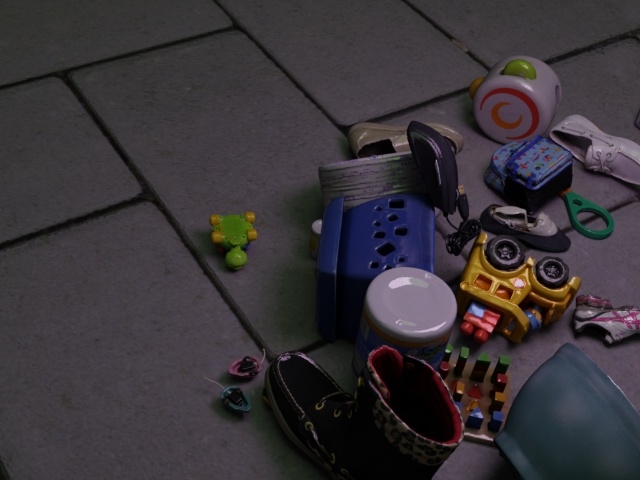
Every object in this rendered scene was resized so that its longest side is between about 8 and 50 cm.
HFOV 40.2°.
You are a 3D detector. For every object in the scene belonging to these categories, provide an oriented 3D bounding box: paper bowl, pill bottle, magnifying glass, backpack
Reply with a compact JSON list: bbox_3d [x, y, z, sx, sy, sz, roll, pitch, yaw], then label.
[{"bbox_3d":[0.144,-0.104,1.807,0.284,0.148,0.284,-9,5,1],"label":"paper bowl"},{"bbox_3d":[0.000,0.000,1.786,0.043,0.083,0.043,4,46,-4],"label":"pill bottle"},{"bbox_3d":[0.576,-0.087,1.990,0.092,0.026,0.231,-17,53,-22],"label":"magnifying glass"},{"bbox_3d":[0.134,0.187,1.493,0.152,0.272,0.152,3,46,-3],"label":"pill bottle"},{"bbox_3d":[0.462,-0.165,1.975,0.158,0.117,0.173,-33,49,-20],"label":"backpack"}]

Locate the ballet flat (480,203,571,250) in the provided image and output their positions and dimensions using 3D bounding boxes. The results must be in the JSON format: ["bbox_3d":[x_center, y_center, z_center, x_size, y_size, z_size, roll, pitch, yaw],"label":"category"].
[{"bbox_3d":[0.446,-0.033,1.887,0.203,0.074,0.074,18,47,9],"label":"ballet flat"}]

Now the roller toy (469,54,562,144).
[{"bbox_3d":[0.472,-0.337,2.100,0.191,0.209,0.146,46,49,-12],"label":"roller toy"}]

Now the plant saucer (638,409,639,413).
[{"bbox_3d":[0.629,0.370,1.547,0.194,0.037,0.195,4,47,-4],"label":"plant saucer"}]

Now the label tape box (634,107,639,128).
[{"bbox_3d":[0.980,-0.252,2.142,0.240,0.106,0.334,-18,51,-22],"label":"label tape box"}]

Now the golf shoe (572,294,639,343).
[{"bbox_3d":[0.588,0.167,1.727,0.186,0.067,0.086,13,75,2],"label":"golf shoe"}]

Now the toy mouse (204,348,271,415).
[{"bbox_3d":[-0.136,0.259,1.556,0.143,0.031,0.161,3,46,-5],"label":"toy mouse"}]

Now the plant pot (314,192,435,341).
[{"bbox_3d":[0.101,0.059,1.647,0.212,0.236,0.236,4,46,4],"label":"plant pot"}]

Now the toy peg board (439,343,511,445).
[{"bbox_3d":[0.266,0.267,1.569,0.161,0.079,0.161,11,46,4],"label":"toy peg board"}]

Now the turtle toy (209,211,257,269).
[{"bbox_3d":[-0.176,-0.001,1.776,0.095,0.066,0.130,-4,48,-9],"label":"turtle toy"}]

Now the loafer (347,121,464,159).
[{"bbox_3d":[0.194,-0.210,2.009,0.268,0.102,0.092,1,47,7],"label":"loafer"}]

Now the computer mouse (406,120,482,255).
[{"bbox_3d":[0.248,-0.111,1.646,0.060,0.262,0.184,-19,1,26],"label":"computer mouse"}]

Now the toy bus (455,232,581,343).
[{"bbox_3d":[0.362,0.121,1.689,0.220,0.149,0.211,24,61,12],"label":"toy bus"}]

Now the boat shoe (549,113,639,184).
[{"bbox_3d":[0.658,-0.200,2.061,0.096,0.098,0.277,-27,46,-28],"label":"boat shoe"}]

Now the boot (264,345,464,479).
[{"bbox_3d":[0.062,0.265,1.386,0.138,0.284,0.377,-16,54,-32],"label":"boot"}]

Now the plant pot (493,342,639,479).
[{"bbox_3d":[0.405,0.339,1.407,0.196,0.293,0.293,-34,54,0],"label":"plant pot"}]
